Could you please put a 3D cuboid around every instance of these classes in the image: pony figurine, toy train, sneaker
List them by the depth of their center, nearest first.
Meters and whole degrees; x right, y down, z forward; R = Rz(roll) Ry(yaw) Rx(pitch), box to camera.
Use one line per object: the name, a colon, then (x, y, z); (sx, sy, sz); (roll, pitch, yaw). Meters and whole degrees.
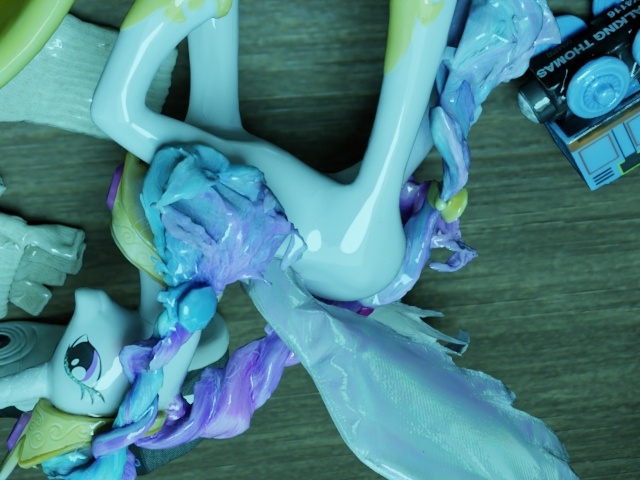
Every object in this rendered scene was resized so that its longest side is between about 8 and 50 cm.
pony figurine: (0.000, 0.000, 0.638); (0.351, 0.303, 0.363); (15, 100, -20)
toy train: (0.215, -0.118, 0.701); (0.184, 0.080, 0.105); (-33, 134, 8)
sneaker: (-0.169, 0.120, 0.773); (0.217, 0.079, 0.121); (-6, 124, -10)

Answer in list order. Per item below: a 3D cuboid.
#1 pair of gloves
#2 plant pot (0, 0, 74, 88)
pair of gloves: (-0.221, -0.050, 0.668); (0.204, 0.042, 0.240); (22, 118, -25)
plant pot: (-0.217, -0.196, 0.446); (0.254, 0.239, 0.254); (-6, 124, -9)
